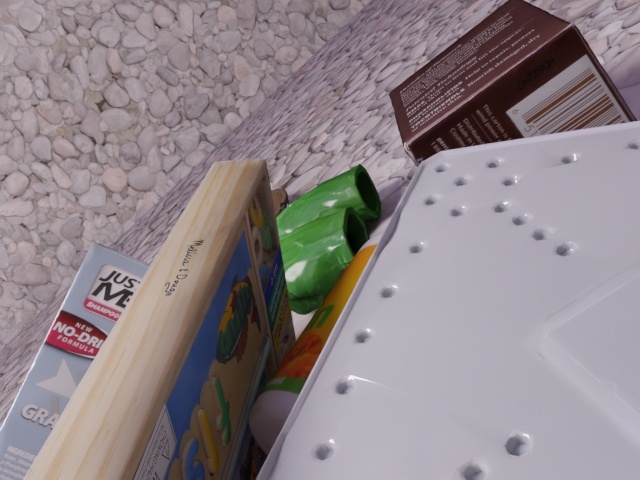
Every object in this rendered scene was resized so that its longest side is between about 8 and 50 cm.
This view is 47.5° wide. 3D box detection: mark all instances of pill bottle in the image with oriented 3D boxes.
[{"bbox_3d":[0.064,0.078,0.573,0.136,0.136,0.245,-17,30,52],"label":"pill bottle"}]

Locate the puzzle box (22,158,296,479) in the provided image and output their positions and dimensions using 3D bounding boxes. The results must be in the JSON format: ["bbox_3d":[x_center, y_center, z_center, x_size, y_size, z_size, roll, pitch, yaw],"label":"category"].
[{"bbox_3d":[-0.078,0.142,0.540,0.052,0.272,0.409,-2,29,9],"label":"puzzle box"}]

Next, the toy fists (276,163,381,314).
[{"bbox_3d":[0.000,0.000,0.959,0.142,0.096,0.279,-24,22,19],"label":"toy fists"}]

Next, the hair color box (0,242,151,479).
[{"bbox_3d":[-0.229,0.204,0.664,0.185,0.114,0.374,136,157,-75],"label":"hair color box"}]

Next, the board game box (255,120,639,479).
[{"bbox_3d":[0.178,0.060,0.342,0.390,0.050,0.390,-5,37,33],"label":"board game box"}]

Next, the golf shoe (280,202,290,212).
[{"bbox_3d":[-0.095,0.014,1.129,0.186,0.086,0.067,-39,20,13],"label":"golf shoe"}]

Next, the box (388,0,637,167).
[{"bbox_3d":[0.184,-0.106,0.698,0.167,0.168,0.203,-36,18,15],"label":"box"}]

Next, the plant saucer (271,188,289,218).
[{"bbox_3d":[-0.158,0.010,1.339,0.278,0.041,0.278,-37,19,15],"label":"plant saucer"}]
